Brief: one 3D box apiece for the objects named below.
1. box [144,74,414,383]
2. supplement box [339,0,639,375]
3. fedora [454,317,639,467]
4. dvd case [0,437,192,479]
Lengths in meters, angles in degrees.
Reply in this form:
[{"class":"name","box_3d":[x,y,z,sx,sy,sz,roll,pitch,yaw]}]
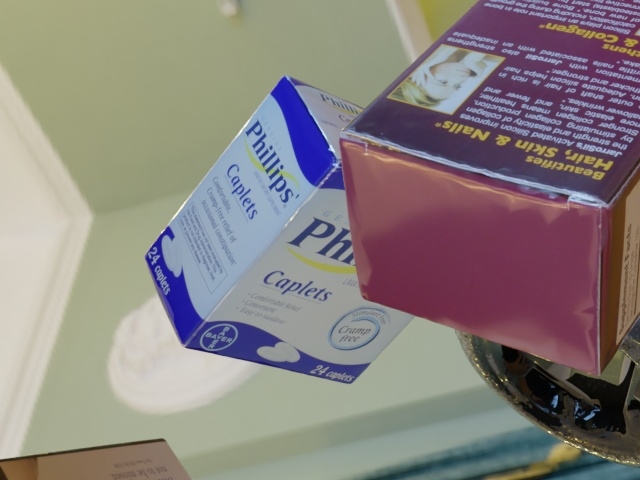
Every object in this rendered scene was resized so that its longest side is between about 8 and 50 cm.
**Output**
[{"class":"box","box_3d":[0.000,0.000,0.678,0.126,0.137,0.072,17,-148,-41]},{"class":"supplement box","box_3d":[0.102,-0.047,0.498,0.188,0.104,0.081,-46,-39,-38]},{"class":"fedora","box_3d":[0.297,0.095,1.326,0.152,0.334,0.334,-51,-44,-22]},{"class":"dvd case","box_3d":[-0.093,0.235,0.801,0.253,0.022,0.180,52,-159,23]}]
